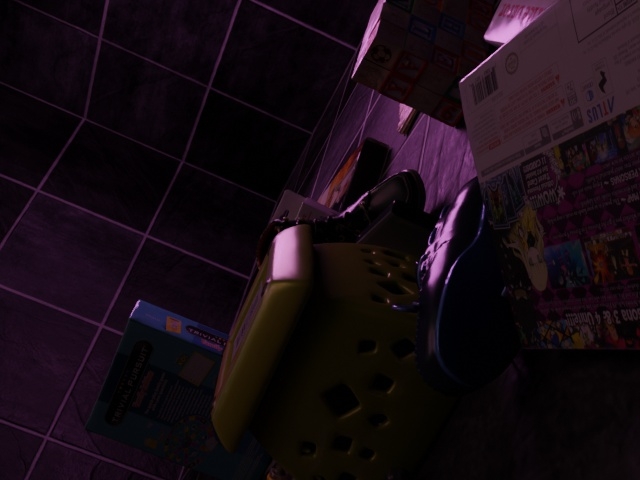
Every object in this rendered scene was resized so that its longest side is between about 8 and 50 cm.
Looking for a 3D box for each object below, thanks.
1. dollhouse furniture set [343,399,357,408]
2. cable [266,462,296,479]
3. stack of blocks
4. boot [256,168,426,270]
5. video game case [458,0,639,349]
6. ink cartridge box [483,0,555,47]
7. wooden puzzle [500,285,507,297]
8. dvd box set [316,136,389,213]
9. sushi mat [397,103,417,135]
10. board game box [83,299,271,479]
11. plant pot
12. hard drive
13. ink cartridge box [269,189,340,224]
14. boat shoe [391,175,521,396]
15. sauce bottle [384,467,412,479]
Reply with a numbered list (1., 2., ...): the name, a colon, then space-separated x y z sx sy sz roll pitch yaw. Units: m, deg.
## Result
1. dollhouse furniture set: -0.023 0.160 1.123 0.301 0.151 0.198 135 156 -70
2. cable: -0.077 0.455 1.104 0.139 0.072 0.287 -120 40 -59
3. stack of blocks: 0.166 -0.330 1.188 0.087 0.171 0.297 123 168 -49
4. boot: 0.027 -0.018 1.120 0.236 0.178 0.085 -47 55 46
5. video game case: 0.166 -0.038 0.476 0.232 0.041 0.210 146 113 -75
6. ink cartridge box: 0.254 -0.249 0.594 0.198 0.114 0.273 -94 28 -72
7. wooden puzzle: 0.174 -0.015 0.624 0.014 0.078 0.116 21 117 41
8. dvd box set: 0.010 -0.001 1.667 0.420 0.062 0.308 131 161 -64
9. sushi mat: 0.222 -0.356 1.436 0.151 0.019 0.317 -79 14 -59
10. board game box: -0.224 0.287 1.415 0.079 0.336 0.254 -87 22 -68
11. plant pot: 0.013 0.120 0.823 0.227 0.207 0.228 -94 27 -71
12. hard drive: 0.106 -0.001 0.938 0.135 0.094 0.022 132 161 -66
13. ink cartridge box: 0.000 0.000 1.288 0.061 0.181 0.104 -62 -3 -77
14. boat shoe: 0.131 0.041 0.685 0.089 0.109 0.258 -33 15 41
15. sauce bottle: 0.071 0.249 0.670 0.128 0.042 0.042 -80 15 -64
